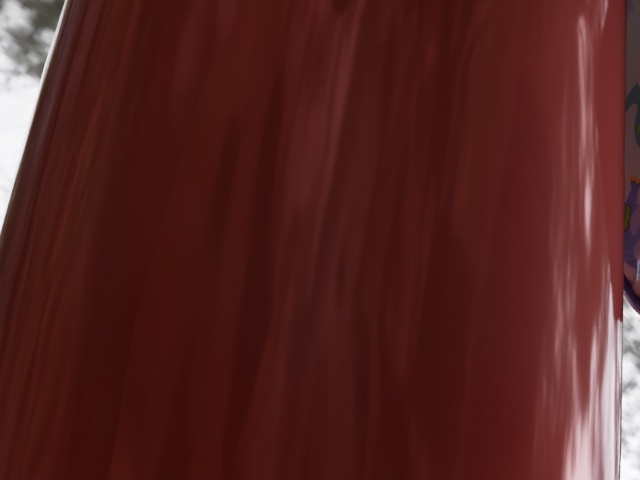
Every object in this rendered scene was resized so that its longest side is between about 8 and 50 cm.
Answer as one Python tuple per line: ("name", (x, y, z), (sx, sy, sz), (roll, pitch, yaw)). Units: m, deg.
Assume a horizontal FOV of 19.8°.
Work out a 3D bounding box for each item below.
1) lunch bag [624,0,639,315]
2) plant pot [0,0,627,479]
("lunch bag", (0.170, -0.077, 0.798), (0.219, 0.090, 0.176), (-107, -148, -44))
("plant pot", (0.000, 0.000, 0.692), (0.275, 0.275, 0.243), (18, -73, 31))
